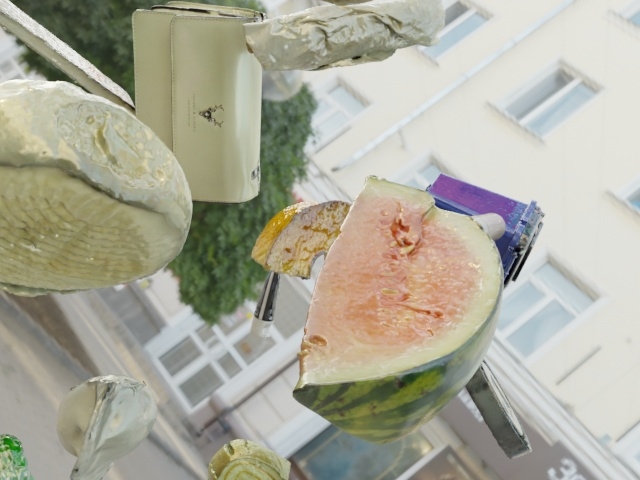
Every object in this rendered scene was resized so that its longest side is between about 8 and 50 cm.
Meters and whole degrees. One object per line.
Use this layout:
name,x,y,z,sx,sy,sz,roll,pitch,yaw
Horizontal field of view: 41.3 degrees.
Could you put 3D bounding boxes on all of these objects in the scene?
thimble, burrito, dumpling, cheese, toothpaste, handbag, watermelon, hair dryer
thimble,-0.371,0.284,0.963,0.130,0.090,0.118,-30,-100,63
burrito,0.050,-0.369,1.530,0.076,0.392,0.117,-136,-143,-55
dumpling,-0.319,0.278,1.228,0.142,0.173,0.247,13,-20,1
cheese,-0.498,-0.355,1.588,0.400,0.034,0.085,38,13,-46
toothpaste,-0.105,0.107,1.786,0.045,0.194,0.071,14,9,-5
handbag,-0.228,-0.264,1.642,0.160,0.236,0.359,-52,148,-64
watermelon,0.094,0.056,0.724,0.159,0.128,0.303,50,34,-20
hair dryer,0.251,0.062,1.499,0.053,0.220,0.195,21,16,26

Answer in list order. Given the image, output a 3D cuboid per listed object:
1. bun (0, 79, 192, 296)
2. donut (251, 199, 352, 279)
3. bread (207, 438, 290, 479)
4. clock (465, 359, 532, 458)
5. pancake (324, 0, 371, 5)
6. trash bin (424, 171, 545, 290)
bun,-0.354,-0.077,1.112,0.364,0.364,0.202,71,13,-59
donut,0.005,-0.003,1.501,0.259,0.152,0.101,17,5,-38
bread,-0.130,0.431,1.559,0.156,0.117,0.064,33,17,-28
clock,0.312,0.294,1.540,0.215,0.042,0.215,57,10,-16
pancake,0.057,-0.461,1.017,0.065,0.356,0.356,3,36,-48
trash bin,0.302,-0.021,1.671,0.234,0.184,0.163,27,-53,12
